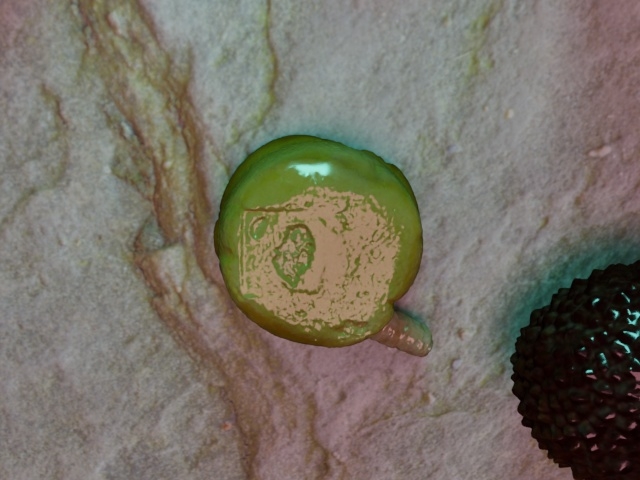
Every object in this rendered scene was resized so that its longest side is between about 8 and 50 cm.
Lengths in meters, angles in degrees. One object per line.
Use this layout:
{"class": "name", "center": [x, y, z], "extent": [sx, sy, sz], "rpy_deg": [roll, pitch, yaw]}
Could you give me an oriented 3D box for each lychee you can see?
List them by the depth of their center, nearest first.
{"class": "lychee", "center": [0.418, 0.176, 1.205], "extent": [0.330, 0.306, 0.306], "rpy_deg": [-5, 125, 31]}

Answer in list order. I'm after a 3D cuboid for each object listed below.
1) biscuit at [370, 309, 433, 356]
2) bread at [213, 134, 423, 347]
{"class": "biscuit", "center": [0.059, 0.104, 1.256], "extent": [0.219, 0.061, 0.055], "rpy_deg": [25, 108, -15]}
{"class": "bread", "center": [0.000, 0.000, 1.130], "extent": [0.270, 0.148, 0.270], "rpy_deg": [-1, 102, -5]}
